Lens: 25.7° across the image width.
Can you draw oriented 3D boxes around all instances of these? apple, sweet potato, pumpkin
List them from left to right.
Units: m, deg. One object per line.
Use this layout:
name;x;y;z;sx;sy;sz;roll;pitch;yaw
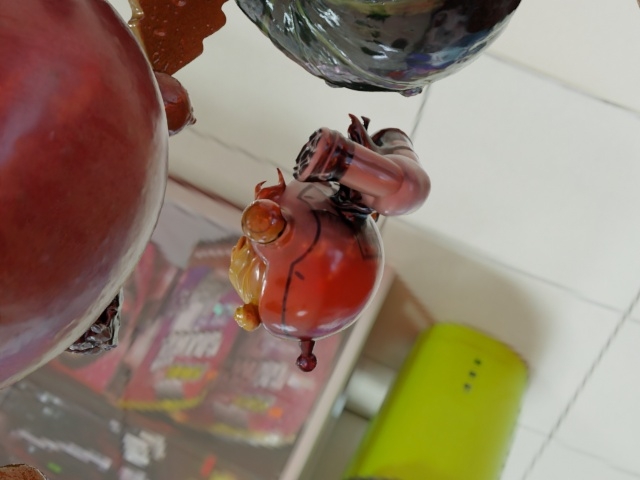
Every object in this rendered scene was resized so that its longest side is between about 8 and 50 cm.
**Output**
apple;-0.266;-0.039;0.930;0.344;0.345;0.269;3;146;29
sweet potato;-0.299;-0.183;1.782;0.291;0.097;0.097;2;147;-17
pumpkin;0.040;-0.286;1.248;0.323;0.241;0.323;42;154;27

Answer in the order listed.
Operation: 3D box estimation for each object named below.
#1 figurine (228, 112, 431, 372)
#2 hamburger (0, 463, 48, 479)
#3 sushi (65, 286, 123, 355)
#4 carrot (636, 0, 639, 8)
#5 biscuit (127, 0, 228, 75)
figurine;0.004;0.001;1.852;0.196;0.320;0.323;42;114;21
hamburger;-0.430;0.408;1.950;0.159;0.185;0.131;-10;135;-19
sushi;-0.475;0.050;2.388;0.299;0.294;0.281;5;167;-10
carrot;0.464;-0.246;1.507;0.224;0.224;0.341;-1;143;33
biscuit;-0.196;-0.331;1.906;0.041;0.239;0.212;15;178;43
